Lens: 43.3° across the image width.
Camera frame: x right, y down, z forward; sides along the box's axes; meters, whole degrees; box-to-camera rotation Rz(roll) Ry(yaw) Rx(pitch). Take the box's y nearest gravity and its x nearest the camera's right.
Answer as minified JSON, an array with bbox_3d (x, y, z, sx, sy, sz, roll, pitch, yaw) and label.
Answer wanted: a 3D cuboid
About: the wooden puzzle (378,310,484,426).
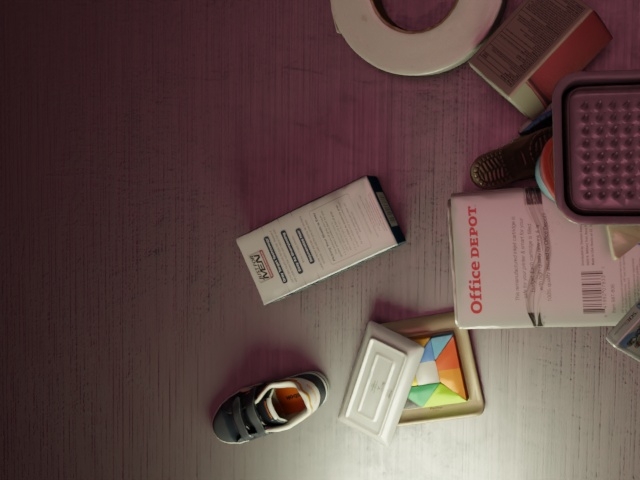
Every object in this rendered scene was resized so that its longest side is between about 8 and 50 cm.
[{"bbox_3d":[0.239,0.293,1.825,0.221,0.044,0.238,-12,89,18],"label":"wooden puzzle"}]

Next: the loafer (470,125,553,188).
[{"bbox_3d":[0.431,-0.175,1.696,0.269,0.092,0.101,-14,95,-9],"label":"loafer"}]

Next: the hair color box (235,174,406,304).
[{"bbox_3d":[0.000,0.000,1.851,0.347,0.105,0.173,-25,85,17],"label":"hair color box"}]

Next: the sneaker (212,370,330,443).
[{"bbox_3d":[-0.139,0.400,1.909,0.321,0.127,0.126,-28,86,18],"label":"sneaker"}]

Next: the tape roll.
[{"bbox_3d":[0.209,-0.551,1.746,0.392,0.072,0.391,5,103,21],"label":"tape roll"}]

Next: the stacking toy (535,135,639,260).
[{"bbox_3d":[0.581,-0.121,1.524,0.309,0.130,0.279,-28,77,2],"label":"stacking toy"}]

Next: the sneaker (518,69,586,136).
[{"bbox_3d":[0.492,-0.295,1.709,0.191,0.071,0.082,-40,62,16],"label":"sneaker"}]

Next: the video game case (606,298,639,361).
[{"bbox_3d":[0.733,0.132,1.544,0.300,0.329,0.036,-52,39,13],"label":"video game case"}]

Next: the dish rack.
[{"bbox_3d":[0.579,-0.160,1.428,0.333,0.072,0.285,0,80,7],"label":"dish rack"}]

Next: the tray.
[{"bbox_3d":[0.130,0.331,1.837,0.145,0.030,0.270,24,110,22],"label":"tray"}]

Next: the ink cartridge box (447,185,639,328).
[{"bbox_3d":[0.477,0.029,1.671,0.395,0.166,0.285,-3,91,17],"label":"ink cartridge box"}]

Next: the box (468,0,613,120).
[{"bbox_3d":[0.449,-0.390,1.653,0.232,0.127,0.148,-47,51,15],"label":"box"}]
